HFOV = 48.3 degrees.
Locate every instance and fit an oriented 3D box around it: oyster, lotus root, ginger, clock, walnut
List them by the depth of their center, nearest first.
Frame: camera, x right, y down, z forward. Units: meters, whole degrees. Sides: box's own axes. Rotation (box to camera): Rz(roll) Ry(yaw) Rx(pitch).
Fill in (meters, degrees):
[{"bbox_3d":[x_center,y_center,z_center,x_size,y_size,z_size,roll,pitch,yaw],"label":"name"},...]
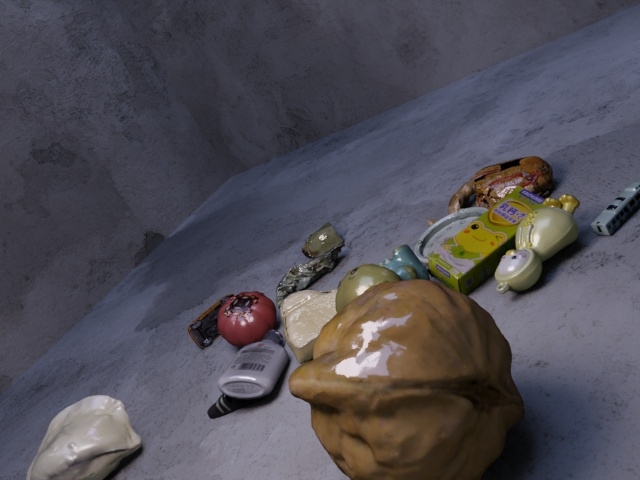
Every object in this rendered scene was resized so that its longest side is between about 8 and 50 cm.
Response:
[{"bbox_3d":[0.141,0.240,1.192,0.383,0.383,0.383,-28,19,10],"label":"walnut"},{"bbox_3d":[0.361,-0.003,1.910,0.236,0.053,0.236,-28,22,12],"label":"clock"},{"bbox_3d":[0.407,-0.109,2.105,0.288,0.075,0.089,-45,-9,-33],"label":"ginger"},{"bbox_3d":[-0.033,0.089,2.237,0.199,0.087,0.252,-29,8,37],"label":"oyster"},{"bbox_3d":[-0.001,-0.003,2.452,0.144,0.070,0.143,-35,18,-11],"label":"lotus root"}]

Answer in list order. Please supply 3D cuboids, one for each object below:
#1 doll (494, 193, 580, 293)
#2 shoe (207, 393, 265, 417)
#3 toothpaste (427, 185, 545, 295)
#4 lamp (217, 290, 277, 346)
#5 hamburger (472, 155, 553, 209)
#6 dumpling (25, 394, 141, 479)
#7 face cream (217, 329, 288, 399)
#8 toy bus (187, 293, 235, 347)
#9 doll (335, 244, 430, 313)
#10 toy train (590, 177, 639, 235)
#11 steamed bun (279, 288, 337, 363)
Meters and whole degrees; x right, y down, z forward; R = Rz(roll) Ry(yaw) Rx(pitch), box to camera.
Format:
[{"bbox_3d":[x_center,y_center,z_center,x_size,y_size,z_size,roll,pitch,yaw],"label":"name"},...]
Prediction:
[{"bbox_3d":[0.478,0.010,1.598,0.296,0.117,0.141,-41,18,-28],"label":"doll"},{"bbox_3d":[-0.216,0.390,1.799,0.179,0.049,0.071,-23,19,22],"label":"shoe"},{"bbox_3d":[0.415,0.000,1.731,0.327,0.077,0.110,-36,43,-15],"label":"toothpaste"},{"bbox_3d":[-0.211,0.234,2.081,0.182,0.140,0.182,-14,35,10],"label":"lamp"},{"bbox_3d":[0.529,-0.152,1.973,0.231,0.107,0.231,-21,17,7],"label":"hamburger"},{"bbox_3d":[-0.632,0.524,1.819,0.318,0.187,0.243,-26,60,-8],"label":"dumpling"},{"bbox_3d":[-0.158,0.312,1.835,0.144,0.071,0.291,-1,17,11],"label":"face cream"},{"bbox_3d":[-0.343,0.258,2.290,0.194,0.083,0.088,-39,16,-30],"label":"toy bus"},{"bbox_3d":[0.140,0.126,1.662,0.177,0.161,0.261,-40,-14,31],"label":"doll"},{"bbox_3d":[0.696,-0.086,1.624,0.207,0.047,0.043,-39,21,-20],"label":"toy train"},{"bbox_3d":[-0.006,0.210,1.847,0.231,0.110,0.212,-33,36,-17],"label":"steamed bun"}]
